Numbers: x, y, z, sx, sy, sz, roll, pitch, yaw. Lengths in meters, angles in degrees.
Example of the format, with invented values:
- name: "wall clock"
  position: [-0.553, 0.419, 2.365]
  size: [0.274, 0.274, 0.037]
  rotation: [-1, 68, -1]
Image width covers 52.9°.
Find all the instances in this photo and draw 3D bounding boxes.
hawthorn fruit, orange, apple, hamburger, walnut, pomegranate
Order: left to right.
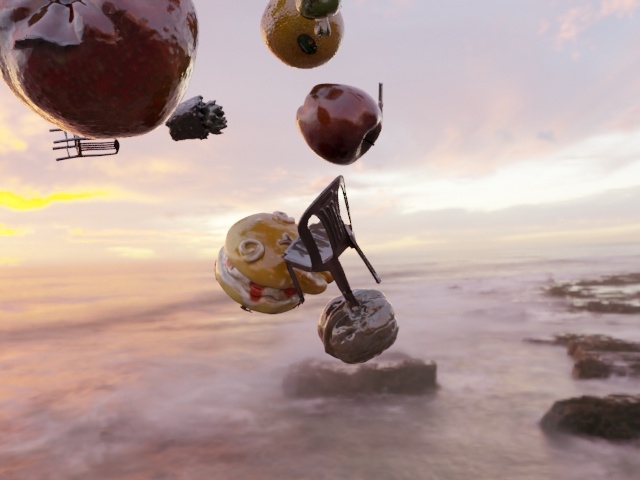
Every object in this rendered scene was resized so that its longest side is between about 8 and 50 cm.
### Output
- name: "hawthorn fruit"
  position: [-0.424, -0.374, 1.288]
  size: [0.403, 0.402, 0.403]
  rotation: [-2, -1, 0]
- name: "hamburger"
  position: [-0.119, 0.061, 1.707]
  size: [0.261, 0.302, 0.186]
  rotation: [-31, -19, -45]
- name: "orange"
  position: [-0.048, -0.584, 1.772]
  size: [0.237, 0.236, 0.236]
  rotation: [-2, -1, 0]
- name: "pomegranate"
  position: [-0.001, -0.564, 1.556]
  size: [0.115, 0.142, 0.114]
  rotation: [-9, 8, 1]
- name: "apple"
  position: [0.049, -0.308, 1.686]
  size: [0.234, 0.233, 0.234]
  rotation: [-2, -1, 0]
- name: "walnut"
  position: [0.099, 0.235, 1.762]
  size: [0.225, 0.224, 0.224]
  rotation: [-2, -1, 0]

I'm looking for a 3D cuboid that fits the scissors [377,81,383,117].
- name: "scissors"
  position: [0.214, -0.476, 2.288]
  size: [0.022, 0.176, 0.085]
  rotation: [6, 32, 15]

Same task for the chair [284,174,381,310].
- name: "chair"
  position: [0.000, 0.000, 1.511]
  size: [0.183, 0.326, 0.175]
  rotation: [13, 48, 41]

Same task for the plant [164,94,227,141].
- name: "plant"
  position: [-0.402, -0.398, 2.095]
  size: [0.195, 0.129, 0.132]
  rotation: [-11, 34, 2]

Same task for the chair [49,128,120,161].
- name: "chair"
  position: [-0.807, -0.338, 2.208]
  size: [0.213, 0.084, 0.101]
  rotation: [-12, 40, -24]
